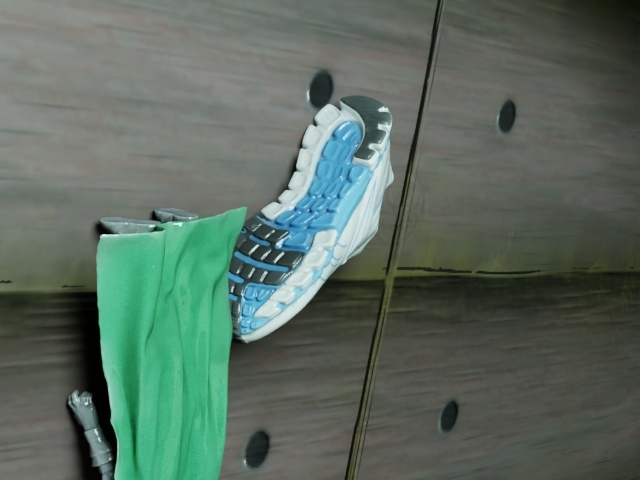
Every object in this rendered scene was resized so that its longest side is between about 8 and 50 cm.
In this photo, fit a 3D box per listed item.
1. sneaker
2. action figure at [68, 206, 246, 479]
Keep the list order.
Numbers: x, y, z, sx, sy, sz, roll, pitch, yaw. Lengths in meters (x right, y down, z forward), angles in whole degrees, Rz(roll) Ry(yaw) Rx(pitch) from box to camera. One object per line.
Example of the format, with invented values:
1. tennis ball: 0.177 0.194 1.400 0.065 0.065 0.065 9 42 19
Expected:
1. sneaker: 0.000 0.000 0.972 0.190 0.071 0.083 -55 145 -25
2. action figure: -0.098 0.100 0.878 0.137 0.063 0.232 -11 107 -53
